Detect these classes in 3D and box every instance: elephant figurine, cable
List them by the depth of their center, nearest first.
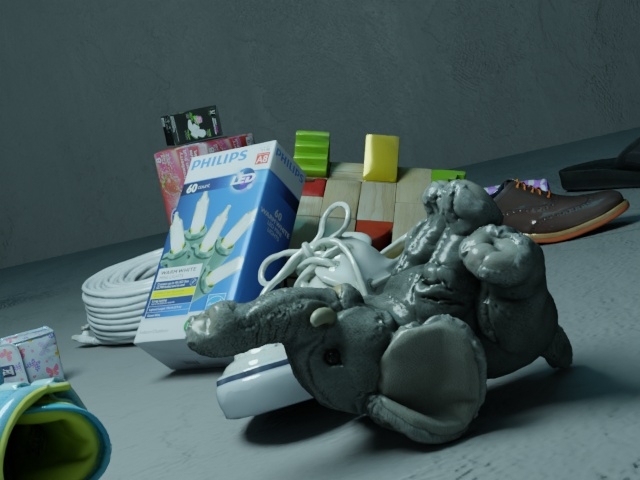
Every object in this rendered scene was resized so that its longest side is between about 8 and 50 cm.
[{"bbox_3d":[0.054,0.078,0.732,0.239,0.186,0.169,-40,-24,-11],"label":"elephant figurine"},{"bbox_3d":[-0.222,0.068,1.412,0.257,0.089,0.257,-3,20,44],"label":"cable"}]

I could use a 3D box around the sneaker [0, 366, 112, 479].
[{"bbox_3d":[-0.256,0.155,0.765,0.208,0.127,0.319,-15,16,2],"label":"sneaker"}]

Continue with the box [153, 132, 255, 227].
[{"bbox_3d":[-0.168,-0.039,1.588,0.123,0.257,0.128,-6,10,35],"label":"box"}]

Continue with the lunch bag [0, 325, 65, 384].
[{"bbox_3d":[-0.368,0.153,1.190,0.083,0.071,0.053,-14,11,-25],"label":"lunch bag"}]

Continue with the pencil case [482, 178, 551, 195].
[{"bbox_3d":[0.268,-0.040,1.510,0.206,0.086,0.088,-13,38,16],"label":"pencil case"}]

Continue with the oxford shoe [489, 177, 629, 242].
[{"bbox_3d":[0.312,-0.047,1.403,0.271,0.098,0.097,-12,7,8],"label":"oxford shoe"}]

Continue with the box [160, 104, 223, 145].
[{"bbox_3d":[-0.211,-0.188,1.570,0.083,0.052,0.062,-14,10,-20],"label":"box"}]

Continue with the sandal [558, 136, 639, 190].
[{"bbox_3d":[0.615,-0.162,1.733,0.167,0.107,0.446,-18,9,-37],"label":"sandal"}]

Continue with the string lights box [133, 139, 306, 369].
[{"bbox_3d":[-0.113,0.017,1.121,0.133,0.259,0.077,-8,-35,31],"label":"string lights box"}]

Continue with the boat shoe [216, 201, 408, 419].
[{"bbox_3d":[0.021,0.044,0.908,0.136,0.156,0.367,-20,0,41],"label":"boat shoe"}]

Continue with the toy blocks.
[{"bbox_3d":[0.000,0.000,1.279,0.381,0.190,0.261,4,35,5],"label":"toy blocks"}]
